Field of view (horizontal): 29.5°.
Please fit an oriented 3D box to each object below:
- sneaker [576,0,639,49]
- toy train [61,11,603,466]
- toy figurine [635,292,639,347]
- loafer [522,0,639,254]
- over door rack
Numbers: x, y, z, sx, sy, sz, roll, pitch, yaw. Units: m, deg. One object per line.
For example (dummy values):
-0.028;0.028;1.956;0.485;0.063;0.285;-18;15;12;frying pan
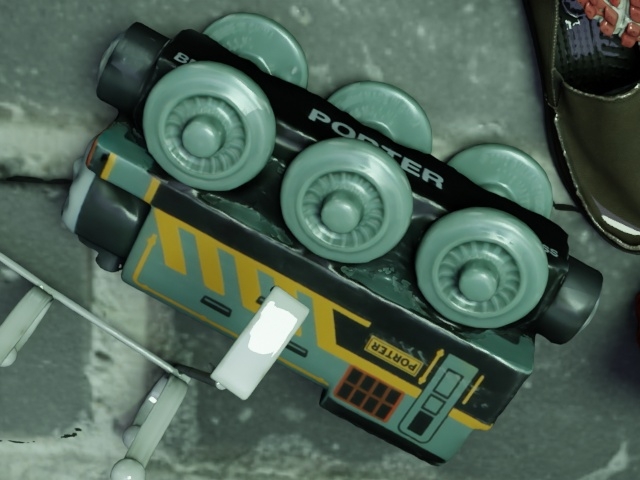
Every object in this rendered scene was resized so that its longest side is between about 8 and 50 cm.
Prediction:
0.235;-0.162;0.671;0.225;0.088;0.093;-6;67;-18;sneaker
0.000;0.000;0.751;0.334;0.142;0.190;27;119;-4;toy train
0.314;0.065;0.729;0.209;0.148;0.213;39;108;-8;toy figurine
0.169;-0.084;0.729;0.080;0.078;0.220;-21;105;12;loafer
-0.171;0.037;0.693;0.239;0.324;0.108;34;69;-7;over door rack
